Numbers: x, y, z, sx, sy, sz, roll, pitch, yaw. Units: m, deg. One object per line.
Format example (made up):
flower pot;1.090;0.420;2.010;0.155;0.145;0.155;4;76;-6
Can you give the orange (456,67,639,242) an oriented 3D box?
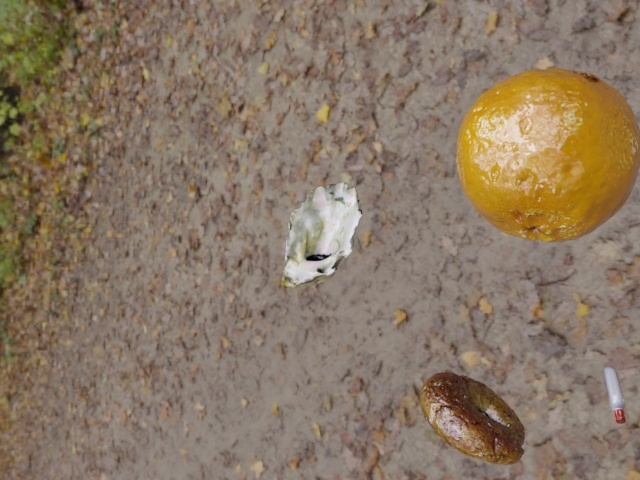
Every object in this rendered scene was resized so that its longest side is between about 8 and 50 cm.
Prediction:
orange;0.426;-0.149;1.140;0.340;0.340;0.294;-8;61;50

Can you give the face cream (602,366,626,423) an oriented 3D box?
face cream;0.434;0.229;0.878;0.021;0.040;0.083;-8;42;19

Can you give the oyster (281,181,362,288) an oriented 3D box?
oyster;0.008;-0.002;1.049;0.132;0.072;0.209;15;93;23

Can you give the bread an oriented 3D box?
bread;0.244;0.275;0.948;0.193;0.193;0.064;40;114;44
